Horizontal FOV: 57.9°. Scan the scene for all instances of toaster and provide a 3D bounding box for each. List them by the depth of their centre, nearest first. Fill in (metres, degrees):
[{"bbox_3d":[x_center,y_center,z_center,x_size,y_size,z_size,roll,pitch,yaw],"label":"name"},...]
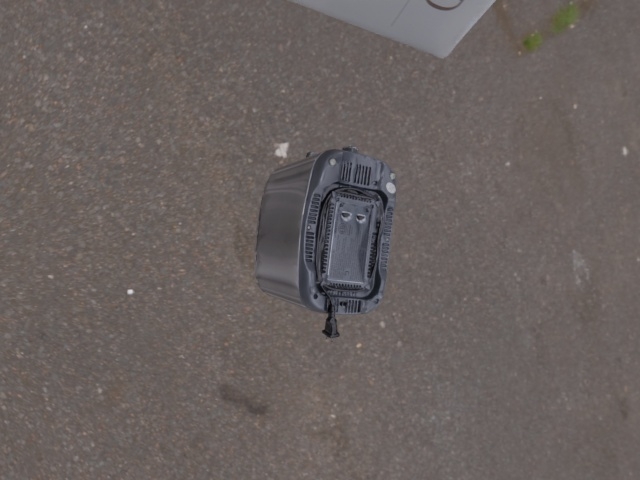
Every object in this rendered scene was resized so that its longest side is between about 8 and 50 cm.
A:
[{"bbox_3d":[0.000,0.000,0.715,0.129,0.146,0.227,7,88,-33],"label":"toaster"}]

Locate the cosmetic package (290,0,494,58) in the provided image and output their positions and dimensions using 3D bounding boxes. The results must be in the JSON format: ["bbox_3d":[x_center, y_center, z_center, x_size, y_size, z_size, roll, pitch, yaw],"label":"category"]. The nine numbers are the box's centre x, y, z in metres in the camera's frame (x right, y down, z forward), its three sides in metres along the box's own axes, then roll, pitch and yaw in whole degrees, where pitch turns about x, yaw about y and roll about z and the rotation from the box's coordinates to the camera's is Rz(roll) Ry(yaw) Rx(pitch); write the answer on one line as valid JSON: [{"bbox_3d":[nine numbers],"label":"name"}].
[{"bbox_3d":[0.001,-0.387,0.357,0.394,0.329,0.327,17,78,-9],"label":"cosmetic package"}]
